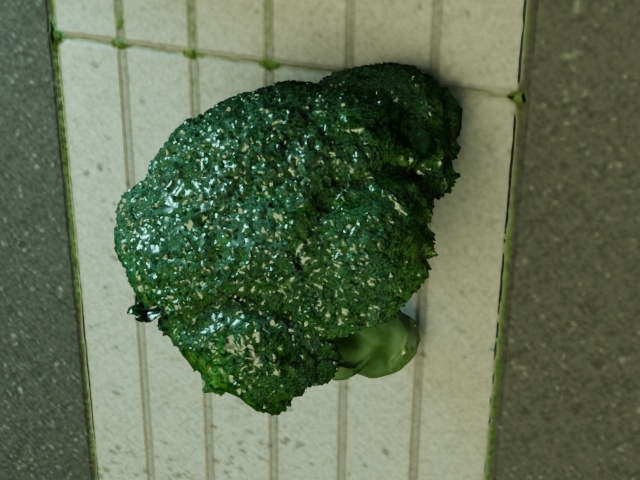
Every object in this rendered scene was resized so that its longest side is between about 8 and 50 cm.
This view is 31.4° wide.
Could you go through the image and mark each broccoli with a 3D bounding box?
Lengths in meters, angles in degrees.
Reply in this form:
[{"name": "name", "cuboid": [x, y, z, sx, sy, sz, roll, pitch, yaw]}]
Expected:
[{"name": "broccoli", "cuboid": [0.000, 0.000, 0.822, 0.254, 0.269, 0.269, 59, 137, 45]}]
